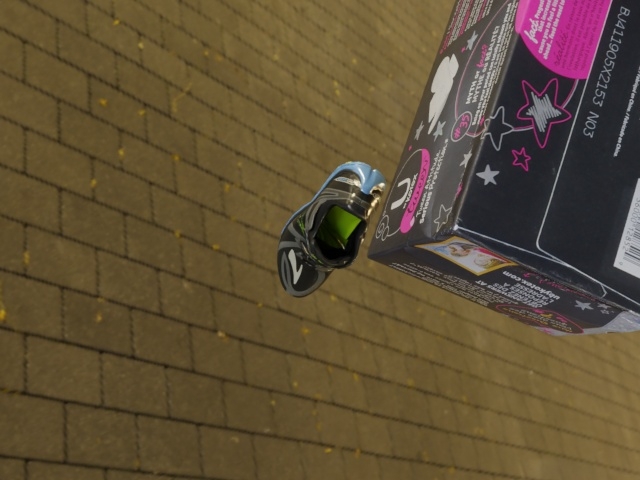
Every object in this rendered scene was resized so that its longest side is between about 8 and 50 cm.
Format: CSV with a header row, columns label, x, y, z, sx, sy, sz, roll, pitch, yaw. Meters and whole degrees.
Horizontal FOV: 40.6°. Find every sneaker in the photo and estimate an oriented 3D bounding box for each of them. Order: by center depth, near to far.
label,x,y,z,sx,sy,sz,roll,pitch,yaw
sneaker,0.000,0.000,0.850,0.067,0.188,0.078,28,47,-8

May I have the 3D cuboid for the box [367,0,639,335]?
label,x,y,z,sx,sy,sz,roll,pitch,yaw
box,0.160,-0.078,0.573,0.163,0.142,0.247,23,77,-14
